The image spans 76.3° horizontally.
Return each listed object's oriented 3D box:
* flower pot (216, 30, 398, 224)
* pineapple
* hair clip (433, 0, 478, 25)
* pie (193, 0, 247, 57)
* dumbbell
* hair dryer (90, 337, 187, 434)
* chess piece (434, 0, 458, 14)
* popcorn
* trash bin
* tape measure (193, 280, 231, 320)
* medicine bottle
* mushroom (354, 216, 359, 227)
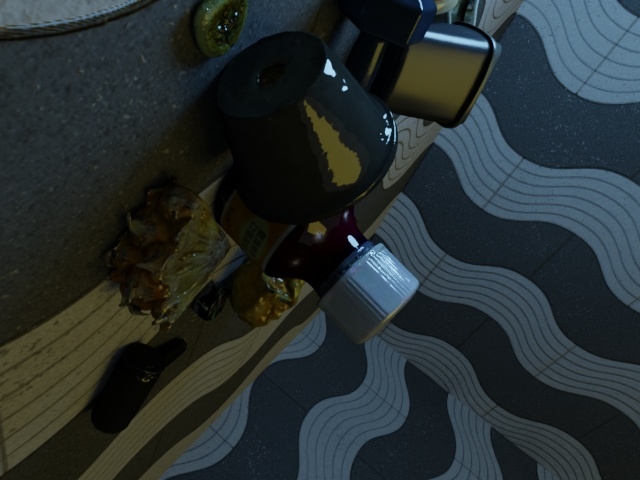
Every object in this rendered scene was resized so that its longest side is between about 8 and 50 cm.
[{"bbox_3d":[-0.037,-0.171,0.570,0.269,0.269,0.166,-51,149,-10],"label":"flower pot"},{"bbox_3d":[-0.226,0.017,0.640,0.236,0.115,0.186,-60,166,17],"label":"pineapple"},{"bbox_3d":[0.308,-0.528,0.999,0.282,0.113,0.172,101,-10,-46],"label":"hair clip"},{"bbox_3d":[-0.115,-0.256,0.482,0.084,0.021,0.084,-49,167,-15],"label":"pie"},{"bbox_3d":[0.071,-0.306,0.750,0.144,0.160,0.324,-84,-165,-44],"label":"dumbbell"},{"bbox_3d":[-0.383,0.297,0.931,0.197,0.089,0.251,-57,174,16],"label":"hair dryer"},{"bbox_3d":[0.237,-0.578,0.709,0.139,0.124,0.307,-15,152,-13],"label":"chess piece"},{"bbox_3d":[-0.127,0.110,1.077,0.190,0.191,0.253,18,130,-37],"label":"popcorn"},{"bbox_3d":[0.240,-0.368,0.889,0.291,0.182,0.209,-3,134,-28],"label":"trash bin"},{"bbox_3d":[-0.265,0.149,0.998,0.094,0.054,0.091,-58,167,-8],"label":"tape measure"},{"bbox_3d":[0.000,0.000,0.784,0.242,0.395,0.242,-45,166,-15],"label":"medicine bottle"},{"bbox_3d":[0.031,-0.005,1.431,0.253,0.153,0.253,-48,169,-13],"label":"mushroom"}]
